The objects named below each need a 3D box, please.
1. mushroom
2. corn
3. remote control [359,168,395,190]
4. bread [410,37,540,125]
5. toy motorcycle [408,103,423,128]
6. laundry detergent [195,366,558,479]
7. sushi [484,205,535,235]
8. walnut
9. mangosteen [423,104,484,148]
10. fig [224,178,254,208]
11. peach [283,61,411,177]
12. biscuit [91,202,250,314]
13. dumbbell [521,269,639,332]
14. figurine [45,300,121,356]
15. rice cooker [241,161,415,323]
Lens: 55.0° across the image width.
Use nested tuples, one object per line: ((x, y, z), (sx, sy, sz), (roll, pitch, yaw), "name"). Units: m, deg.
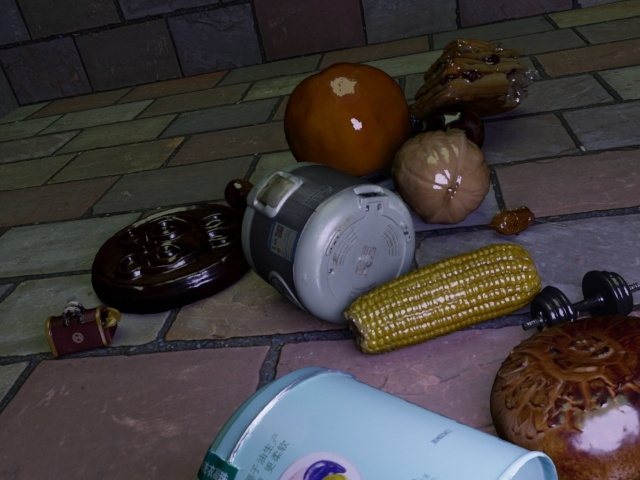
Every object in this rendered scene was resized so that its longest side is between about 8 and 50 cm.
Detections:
((0.362, 0.202, 0.788), (0.278, 0.163, 0.297), (13, 37, 40), "mushroom")
((0.210, 0.102, 1.066), (0.344, 0.131, 0.131), (-19, 29, -7), "corn")
((0.100, -0.127, 1.602), (0.244, 0.047, 0.087), (-23, 27, -17), "remote control")
((0.459, -0.469, 1.786), (0.369, 0.192, 0.314), (-11, -6, -17), "bread")
((0.278, -0.401, 1.982), (0.118, 0.084, 0.212), (-4, 22, 18), "toy motorcycle")
((0.039, 0.294, 0.626), (0.305, 0.287, 0.287), (13, 38, 39), "laundry detergent")
((0.409, -0.043, 1.323), (0.118, 0.062, 0.060), (-3, 14, -25), "sushi")
((0.272, -0.148, 1.405), (0.224, 0.225, 0.261), (-11, 16, 4), "walnut")
((0.363, -0.287, 1.669), (0.172, 0.173, 0.184), (-2, 11, 20), "mangosteen")
((-0.203, -0.132, 1.712), (0.125, 0.089, 0.089), (-13, 22, -42), "fig")
((0.071, -0.321, 1.645), (0.342, 0.302, 0.343), (-20, 8, 3), "peach")
((-0.348, 0.025, 1.470), (0.407, 0.091, 0.407), (-9, 28, 5), "biscuit")
((0.423, 0.107, 0.998), (0.208, 0.099, 0.099), (-18, 29, -7), "dumbbell")
((-0.485, 0.167, 1.264), (0.154, 0.098, 0.082), (-14, 25, 3), "figurine")
((0.006, -0.003, 1.182), (0.288, 0.288, 0.277), (-28, 34, -26), "rice cooker")
